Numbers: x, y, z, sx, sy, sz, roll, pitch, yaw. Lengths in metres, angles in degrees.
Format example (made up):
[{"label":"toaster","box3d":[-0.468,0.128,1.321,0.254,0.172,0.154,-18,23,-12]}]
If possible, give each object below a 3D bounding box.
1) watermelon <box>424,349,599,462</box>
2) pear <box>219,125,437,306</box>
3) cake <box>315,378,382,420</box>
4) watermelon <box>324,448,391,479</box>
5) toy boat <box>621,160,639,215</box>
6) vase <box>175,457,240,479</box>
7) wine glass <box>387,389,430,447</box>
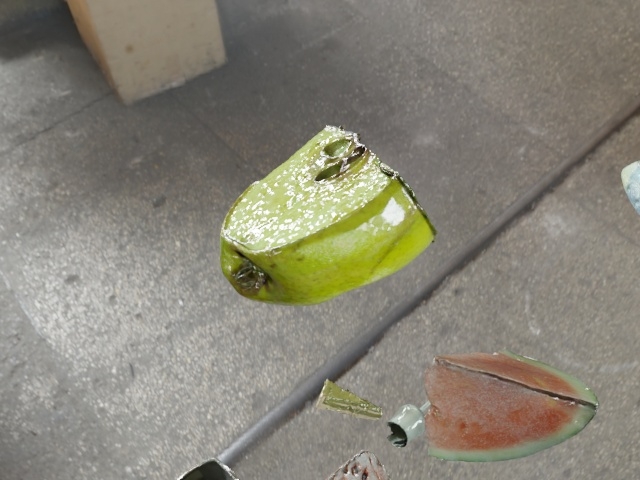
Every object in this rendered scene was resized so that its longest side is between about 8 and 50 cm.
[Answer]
[{"label":"watermelon","box3d":[0.212,0.200,0.852,0.202,0.207,0.136,3,84,-32]},{"label":"pear","box3d":[0.000,0.000,0.937,0.255,0.164,0.238,-37,32,-2]},{"label":"cake","box3d":[0.061,0.329,1.495,0.140,0.051,0.055,16,40,-9]},{"label":"watermelon","box3d":[0.065,0.384,1.087,0.187,0.071,0.139,8,56,16]},{"label":"toy boat","box3d":[0.731,-0.031,1.447,0.215,0.123,0.330,3,37,-26]},{"label":"vase","box3d":[-0.178,0.555,1.348,0.251,0.301,0.156,-22,29,21]},{"label":"wine glass","box3d":[0.231,0.412,1.735,0.079,0.079,0.195,35,40,25]}]
